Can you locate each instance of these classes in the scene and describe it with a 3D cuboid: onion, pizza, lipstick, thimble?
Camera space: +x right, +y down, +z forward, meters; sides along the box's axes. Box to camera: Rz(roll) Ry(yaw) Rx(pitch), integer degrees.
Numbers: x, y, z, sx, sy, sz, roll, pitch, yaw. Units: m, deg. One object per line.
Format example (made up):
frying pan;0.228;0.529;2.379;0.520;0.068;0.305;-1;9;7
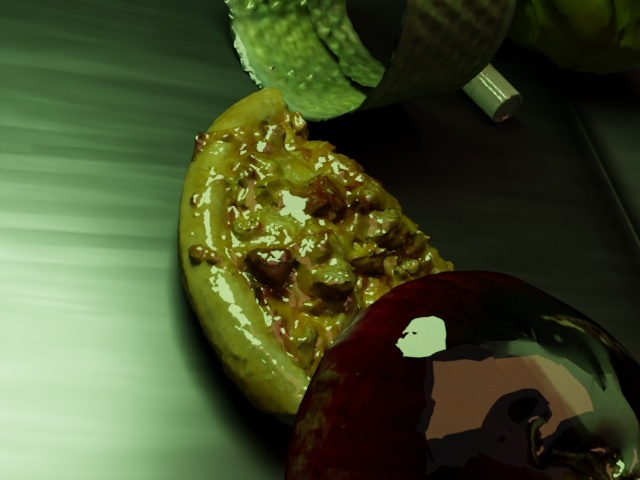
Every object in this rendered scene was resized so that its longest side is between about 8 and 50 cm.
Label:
onion;0.085;0.151;0.615;0.273;0.285;0.273;1;89;-34
pizza;0.000;0.000;0.785;0.226;0.086;0.336;7;46;-15
lipstick;0.152;-0.183;1.045;0.040;0.040;0.141;-19;58;-35
thimble;0.040;-0.247;0.901;0.150;0.271;0.271;-15;57;-36

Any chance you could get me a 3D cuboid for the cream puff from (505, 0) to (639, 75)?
cream puff;0.267;-0.350;1.012;0.378;0.378;0.275;39;31;14
